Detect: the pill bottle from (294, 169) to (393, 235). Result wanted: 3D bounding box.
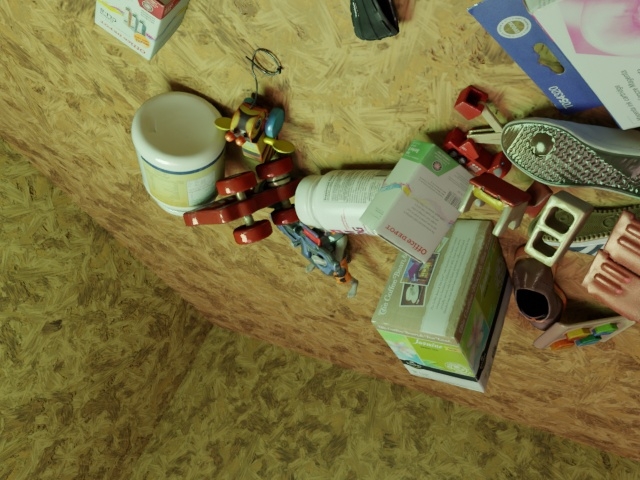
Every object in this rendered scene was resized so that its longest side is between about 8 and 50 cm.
[{"bbox_3d":[0.087,-0.095,1.169,0.283,0.160,0.160,6,147,36],"label":"pill bottle"}]

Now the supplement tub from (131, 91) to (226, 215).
[{"bbox_3d":[-0.374,-0.219,1.277,0.229,0.228,0.316,27,154,-1],"label":"supplement tub"}]

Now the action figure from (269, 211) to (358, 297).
[{"bbox_3d":[0.000,0.000,1.491,0.341,0.179,0.330,43,157,32],"label":"action figure"}]

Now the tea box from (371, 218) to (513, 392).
[{"bbox_3d":[0.334,0.164,1.230,0.220,0.328,0.323,5,147,37],"label":"tea box"}]

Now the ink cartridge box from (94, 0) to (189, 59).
[{"bbox_3d":[-0.338,-0.470,0.903,0.128,0.127,0.176,34,153,-16],"label":"ink cartridge box"}]

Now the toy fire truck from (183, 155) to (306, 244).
[{"bbox_3d":[-0.194,-0.111,1.272,0.254,0.302,0.169,3,115,49],"label":"toy fire truck"}]

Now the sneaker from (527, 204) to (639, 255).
[{"bbox_3d":[0.594,0.008,0.977,0.282,0.099,0.153,-4,139,40],"label":"sneaker"}]

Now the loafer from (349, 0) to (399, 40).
[{"bbox_3d":[0.077,-0.408,0.716,0.078,0.076,0.223,8,154,22],"label":"loafer"}]

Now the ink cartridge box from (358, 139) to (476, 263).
[{"bbox_3d":[0.208,-0.080,0.991,0.154,0.212,0.093,31,-175,-25],"label":"ink cartridge box"}]

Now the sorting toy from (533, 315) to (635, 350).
[{"bbox_3d":[0.727,0.262,1.302,0.209,0.038,0.193,-5,151,-1],"label":"sorting toy"}]

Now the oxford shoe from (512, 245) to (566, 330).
[{"bbox_3d":[0.567,0.166,1.247,0.130,0.132,0.363,4,146,37],"label":"oxford shoe"}]

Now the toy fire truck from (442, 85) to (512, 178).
[{"bbox_3d":[0.313,-0.197,0.910,0.192,0.047,0.135,33,153,-12],"label":"toy fire truck"}]

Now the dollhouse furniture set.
[{"bbox_3d":[0.469,-0.045,0.828,0.374,0.201,0.152,42,135,35],"label":"dollhouse furniture set"}]

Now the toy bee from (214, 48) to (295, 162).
[{"bbox_3d":[-0.169,-0.266,1.089,0.196,0.162,0.298,13,151,28],"label":"toy bee"}]

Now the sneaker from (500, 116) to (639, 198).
[{"bbox_3d":[0.463,-0.147,0.806,0.290,0.123,0.105,28,131,31],"label":"sneaker"}]

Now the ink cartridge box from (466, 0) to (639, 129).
[{"bbox_3d":[0.414,-0.250,0.595,0.324,0.071,0.330,21,161,-37],"label":"ink cartridge box"}]
